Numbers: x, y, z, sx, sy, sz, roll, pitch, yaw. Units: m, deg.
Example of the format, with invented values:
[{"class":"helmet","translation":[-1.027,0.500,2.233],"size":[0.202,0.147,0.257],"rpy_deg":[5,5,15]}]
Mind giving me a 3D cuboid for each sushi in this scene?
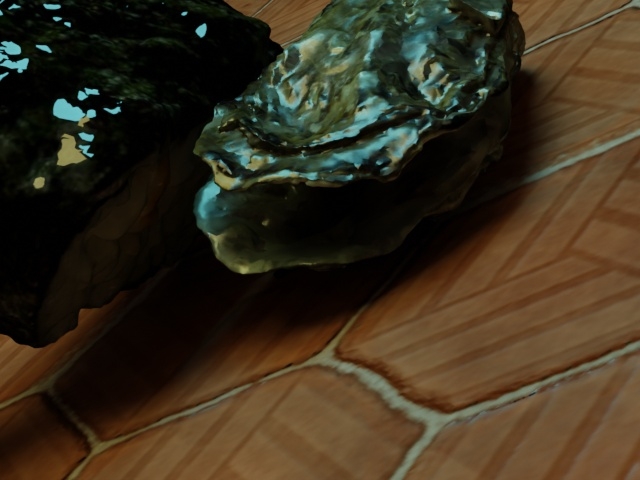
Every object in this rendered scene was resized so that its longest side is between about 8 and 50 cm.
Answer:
[{"class":"sushi","translation":[-0.152,-0.069,1.076],"size":[0.350,0.170,0.211],"rpy_deg":[-41,-17,-55]}]

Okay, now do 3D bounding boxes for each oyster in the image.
[{"class":"oyster","translation":[0.051,-0.088,1.049],"size":[0.351,0.162,0.158],"rpy_deg":[-41,-23,-52]}]

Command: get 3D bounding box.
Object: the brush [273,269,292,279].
[{"class":"brush","translation":[0.000,0.000,1.063],"size":[0.083,0.008,0.024],"rpy_deg":[-39,24,-28]}]
